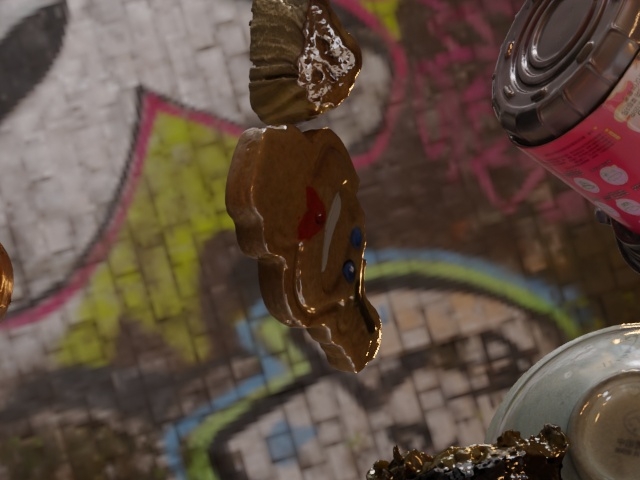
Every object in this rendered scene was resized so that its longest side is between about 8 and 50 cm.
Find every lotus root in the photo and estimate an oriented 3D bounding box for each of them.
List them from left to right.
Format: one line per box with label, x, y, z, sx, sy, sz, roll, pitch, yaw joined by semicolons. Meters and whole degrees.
lotus root;-0.009;-0.182;1.511;0.135;0.095;0.159;-155;-114;-64

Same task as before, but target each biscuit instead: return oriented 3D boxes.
biscuit;-0.001;0.009;1.502;0.183;0.047;0.320;-58;141;-40

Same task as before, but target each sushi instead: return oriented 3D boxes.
sushi;0.096;0.212;1.216;0.212;0.147;0.115;136;-55;-66

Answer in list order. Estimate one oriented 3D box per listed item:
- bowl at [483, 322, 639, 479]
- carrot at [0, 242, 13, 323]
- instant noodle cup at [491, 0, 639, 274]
bowl;0.277;0.186;1.359;0.146;0.313;0.313;61;8;-59
carrot;-0.156;0.014;0.595;0.186;0.060;0.060;77;-3;-84
instant noodle cup;0.245;-0.119;1.184;0.302;0.181;0.258;-38;-149;46
